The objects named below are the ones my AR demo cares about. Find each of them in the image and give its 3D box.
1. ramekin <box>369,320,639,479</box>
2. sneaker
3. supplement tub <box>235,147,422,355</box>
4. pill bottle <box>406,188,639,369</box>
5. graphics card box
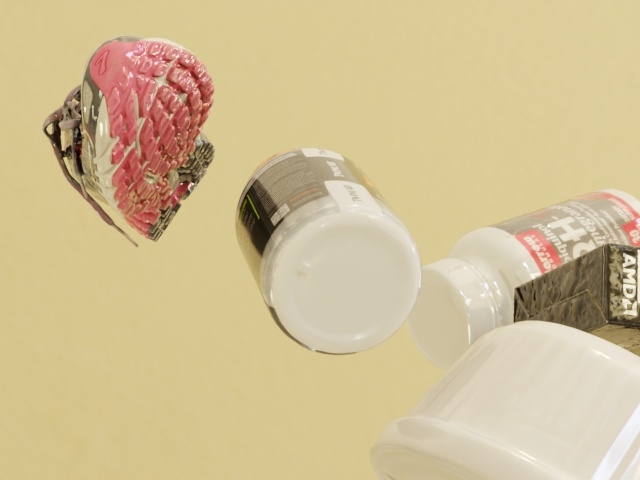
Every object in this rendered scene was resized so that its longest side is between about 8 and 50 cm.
[{"bbox_3d":[0.175,0.166,1.125,0.127,0.273,0.273,-53,-5,-18],"label":"ramekin"},{"bbox_3d":[-0.155,-0.079,1.286,0.121,0.112,0.299,-56,-4,-15],"label":"sneaker"},{"bbox_3d":[0.000,0.000,1.289,0.117,0.117,0.190,-39,23,4],"label":"supplement tub"},{"bbox_3d":[0.264,0.054,2.124,0.318,0.176,0.176,-18,-20,-33],"label":"pill bottle"},{"bbox_3d":[0.420,0.089,1.861,0.371,0.094,0.233,6,-15,-17],"label":"graphics card box"}]
